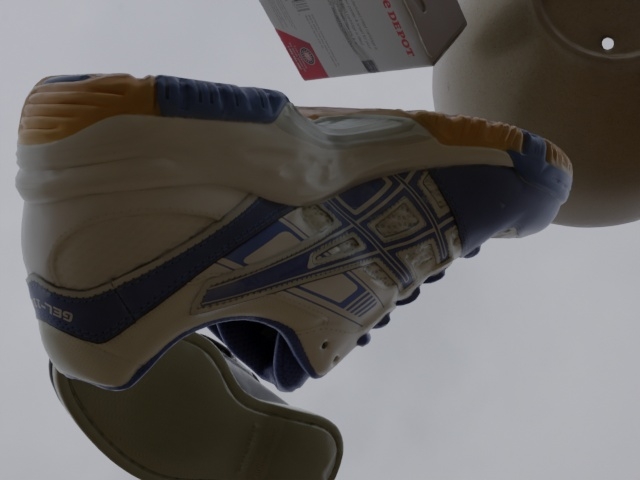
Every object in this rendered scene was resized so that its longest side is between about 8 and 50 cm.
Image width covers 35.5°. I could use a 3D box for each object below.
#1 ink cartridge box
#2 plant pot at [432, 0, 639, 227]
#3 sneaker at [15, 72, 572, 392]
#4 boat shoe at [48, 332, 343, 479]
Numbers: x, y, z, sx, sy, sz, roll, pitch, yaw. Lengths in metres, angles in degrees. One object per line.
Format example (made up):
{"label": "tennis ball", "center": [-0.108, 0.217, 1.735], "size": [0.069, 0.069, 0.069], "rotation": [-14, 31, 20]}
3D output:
{"label": "ink cartridge box", "center": [0.029, -0.195, 0.806], "size": [0.063, 0.150, 0.109], "rotation": [-49, -57, -32]}
{"label": "plant pot", "center": [0.235, -0.172, 0.843], "size": [0.284, 0.191, 0.284], "rotation": [-2, -104, 7]}
{"label": "sneaker", "center": [0.000, 0.000, 0.465], "size": [0.296, 0.112, 0.131], "rotation": [0, -85, -37]}
{"label": "boat shoe", "center": [-0.118, 0.145, 0.880], "size": [0.340, 0.113, 0.127], "rotation": [29, -100, -45]}
